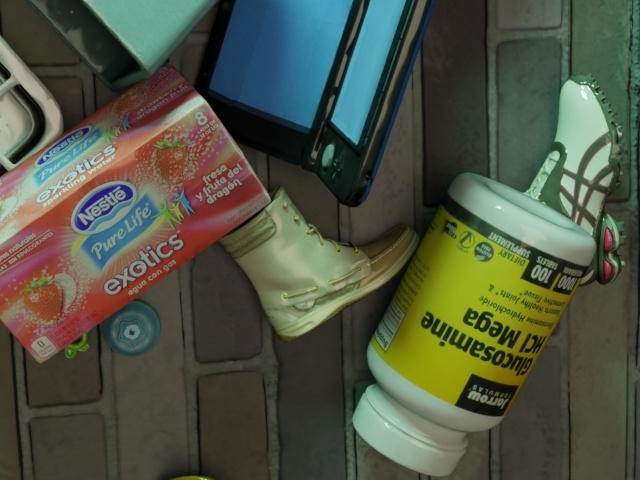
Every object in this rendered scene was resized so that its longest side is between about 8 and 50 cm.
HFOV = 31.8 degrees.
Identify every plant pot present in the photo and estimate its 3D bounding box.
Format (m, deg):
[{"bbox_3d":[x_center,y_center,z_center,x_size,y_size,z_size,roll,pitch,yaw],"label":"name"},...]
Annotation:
[{"bbox_3d":[-0.193,-0.336,1.172,0.252,0.248,0.247,-45,106,-11],"label":"plant pot"}]

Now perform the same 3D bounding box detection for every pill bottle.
[{"bbox_3d":[0.172,0.104,1.339,0.188,0.188,0.334,22,104,-16],"label":"pill bottle"}]

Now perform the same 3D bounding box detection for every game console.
[{"bbox_3d":[-0.013,-0.216,1.205,0.173,0.250,0.293,14,104,-16],"label":"game console"}]

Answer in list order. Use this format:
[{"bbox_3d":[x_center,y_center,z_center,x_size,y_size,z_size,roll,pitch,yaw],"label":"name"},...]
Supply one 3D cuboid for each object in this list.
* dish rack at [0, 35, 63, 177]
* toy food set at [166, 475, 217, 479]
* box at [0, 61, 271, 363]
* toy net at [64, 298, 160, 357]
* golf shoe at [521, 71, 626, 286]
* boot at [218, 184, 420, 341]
[{"bbox_3d":[-0.480,-0.122,1.211,0.333,0.072,0.285,-42,107,-5],"label":"dish rack"},{"bbox_3d":[-0.135,0.380,1.384,0.128,0.071,0.218,-11,100,12],"label":"toy food set"},{"bbox_3d":[-0.227,-0.035,1.189,0.300,0.154,0.142,-35,122,-3],"label":"box"},{"bbox_3d":[-0.243,0.022,1.310,0.122,0.045,0.232,4,95,-9],"label":"toy net"},{"bbox_3d":[0.313,-0.072,1.409,0.120,0.105,0.273,-6,99,-6],"label":"golf shoe"},{"bbox_3d":[0.000,0.000,1.352,0.213,0.077,0.165,-34,102,-7],"label":"boot"}]
